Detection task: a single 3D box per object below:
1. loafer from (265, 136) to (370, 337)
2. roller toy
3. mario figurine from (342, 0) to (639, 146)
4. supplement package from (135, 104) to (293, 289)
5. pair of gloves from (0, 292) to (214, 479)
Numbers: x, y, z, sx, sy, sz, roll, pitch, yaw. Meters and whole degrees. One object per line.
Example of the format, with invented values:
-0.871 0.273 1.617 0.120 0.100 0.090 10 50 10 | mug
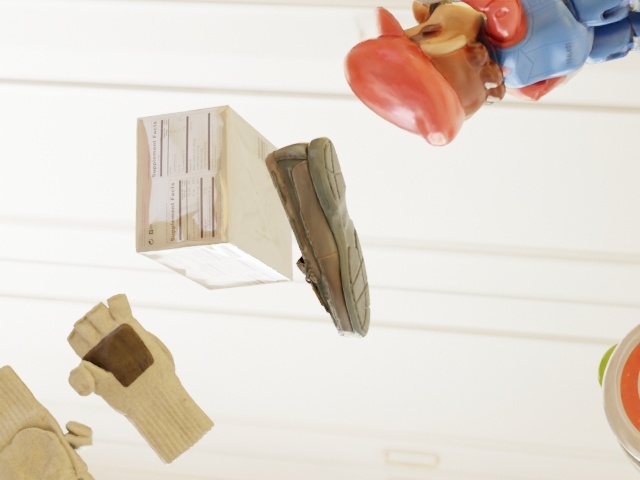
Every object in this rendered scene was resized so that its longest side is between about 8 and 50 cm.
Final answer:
0.000 0.000 1.565 0.096 0.084 0.267 -59 140 -64 | loafer
0.411 0.174 1.358 0.146 0.209 0.191 49 32 -57 | roller toy
0.171 -0.210 1.141 0.170 0.321 0.198 -99 171 -68 | mario figurine
-0.151 -0.056 1.834 0.262 0.145 0.204 38 48 -67 | supplement package
-0.269 0.198 1.415 0.204 0.240 0.042 57 -3 12 | pair of gloves
